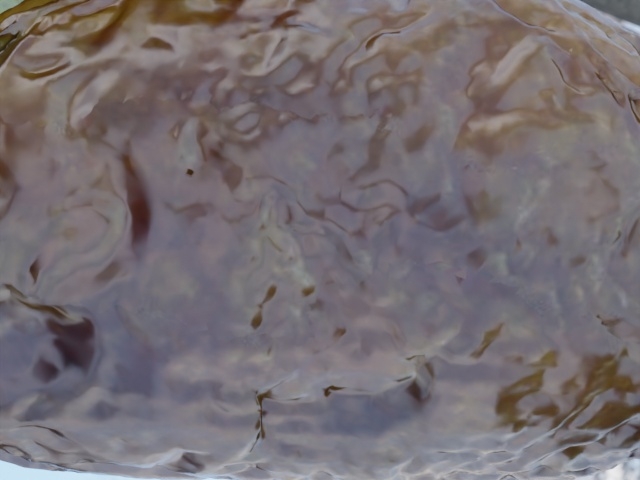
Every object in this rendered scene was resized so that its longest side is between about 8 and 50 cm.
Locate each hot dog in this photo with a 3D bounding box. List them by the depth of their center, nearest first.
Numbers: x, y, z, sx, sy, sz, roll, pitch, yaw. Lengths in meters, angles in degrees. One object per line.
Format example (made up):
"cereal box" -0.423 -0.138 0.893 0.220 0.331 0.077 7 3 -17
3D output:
"hot dog" 0.000 0.000 0.678 0.174 0.387 0.267 -85 -4 -69

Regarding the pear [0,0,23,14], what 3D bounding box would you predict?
"pear" -0.109 -0.198 0.783 0.318 0.238 0.342 23 -48 -29
